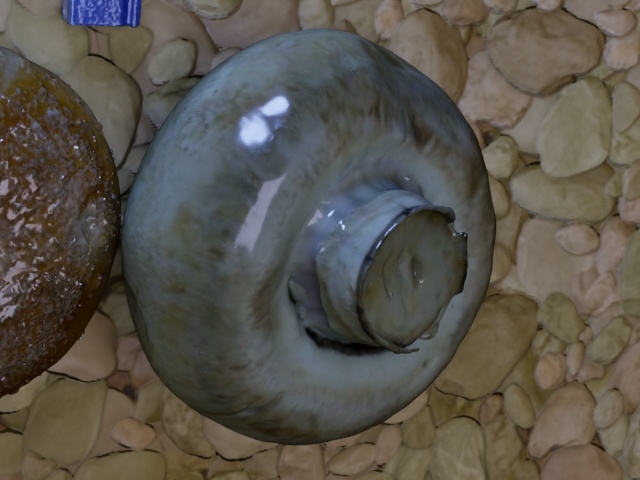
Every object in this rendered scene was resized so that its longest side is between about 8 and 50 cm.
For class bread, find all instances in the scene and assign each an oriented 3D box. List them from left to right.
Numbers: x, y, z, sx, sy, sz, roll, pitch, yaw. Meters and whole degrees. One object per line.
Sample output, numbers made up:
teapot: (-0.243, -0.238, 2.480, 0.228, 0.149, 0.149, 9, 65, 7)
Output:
bread: (-0.294, -0.007, 1.501, 0.305, 0.159, 0.305, -6, 107, -20)

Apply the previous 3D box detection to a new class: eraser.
eraser: (-0.178, -0.219, 1.565, 0.063, 0.027, 0.084, -1, 104, -24)

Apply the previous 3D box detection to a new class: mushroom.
mushroom: (0.000, 0.000, 1.562, 0.352, 0.260, 0.352, -19, 119, -38)
